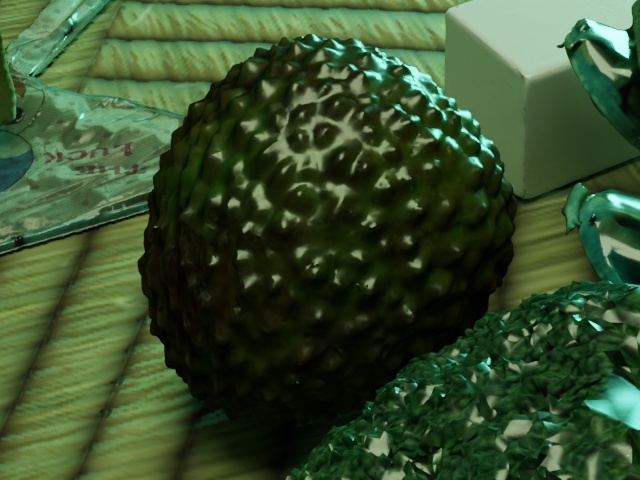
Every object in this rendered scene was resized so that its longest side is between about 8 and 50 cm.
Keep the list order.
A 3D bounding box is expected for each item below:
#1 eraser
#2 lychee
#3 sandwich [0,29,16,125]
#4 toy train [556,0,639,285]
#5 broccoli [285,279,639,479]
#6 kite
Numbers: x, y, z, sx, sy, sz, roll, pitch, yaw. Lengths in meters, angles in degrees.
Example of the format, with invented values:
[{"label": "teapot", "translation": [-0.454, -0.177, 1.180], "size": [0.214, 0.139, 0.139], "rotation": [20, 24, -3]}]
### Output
[{"label": "eraser", "translation": [0.210, -0.116, 0.912], "size": [0.298, 0.076, 0.078], "rotation": [-21, 41, -21]}, {"label": "lychee", "translation": [0.000, 0.000, 0.726], "size": [0.171, 0.171, 0.171], "rotation": [-2, 38, 2]}, {"label": "sandwich", "translation": [-0.251, -0.100, 0.841], "size": [0.193, 0.162, 0.058], "rotation": [-24, 46, -23]}, {"label": "toy train", "translation": [0.201, -0.017, 0.719], "size": [0.120, 0.194, 0.298], "rotation": [-38, 20, 25]}, {"label": "broccoli", "translation": [0.084, 0.143, 0.506], "size": [0.245, 0.265, 0.294], "rotation": [38, 53, -4]}, {"label": "kite", "translation": [-0.195, -0.072, 0.942], "size": [0.406, 0.014, 0.368], "rotation": [13, 42, 20]}]
